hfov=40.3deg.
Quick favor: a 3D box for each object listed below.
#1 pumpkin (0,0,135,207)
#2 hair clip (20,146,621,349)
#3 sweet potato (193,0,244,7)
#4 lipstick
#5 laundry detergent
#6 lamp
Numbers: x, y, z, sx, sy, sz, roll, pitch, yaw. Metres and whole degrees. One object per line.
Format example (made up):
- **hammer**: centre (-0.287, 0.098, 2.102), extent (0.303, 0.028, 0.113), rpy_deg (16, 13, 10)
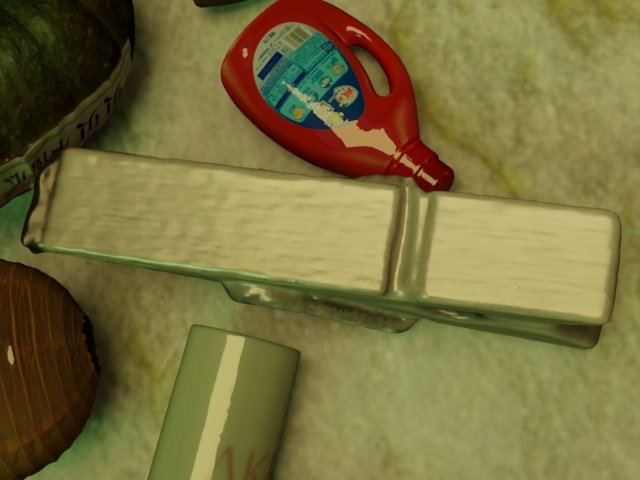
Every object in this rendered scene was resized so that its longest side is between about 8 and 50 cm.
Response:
- **pumpkin**: centre (-0.260, -0.132, 0.568), extent (0.260, 0.189, 0.260), rpy_deg (5, 70, -15)
- **hair clip**: centre (-0.001, 0.004, 0.513), extent (0.331, 0.101, 0.085), rpy_deg (10, 76, 14)
- **sweet potato**: centre (0.017, -0.228, 0.580), extent (0.244, 0.077, 0.077), rpy_deg (-42, 71, 8)
- **lipstick**: centre (-0.074, 0.179, 0.497), extent (0.070, 0.070, 0.254), rpy_deg (11, 80, 16)
- **laundry detergent**: centre (0.020, -0.085, 0.554), extent (0.165, 0.049, 0.097), rpy_deg (40, 83, 17)
- **lamp**: centre (-0.198, 0.078, 0.520), extent (0.136, 0.136, 0.136), rpy_deg (-3, 76, 13)
